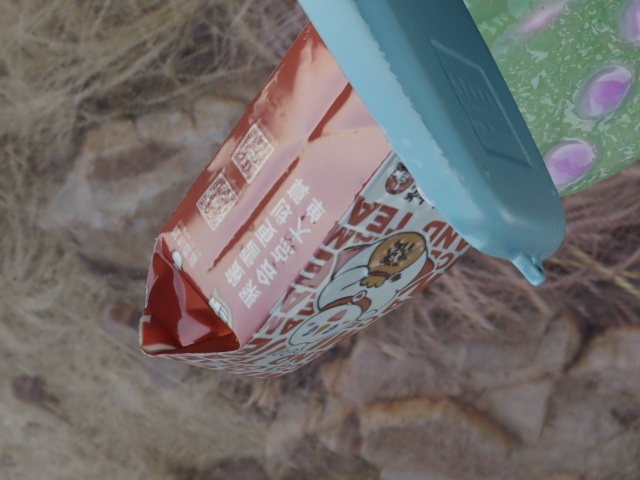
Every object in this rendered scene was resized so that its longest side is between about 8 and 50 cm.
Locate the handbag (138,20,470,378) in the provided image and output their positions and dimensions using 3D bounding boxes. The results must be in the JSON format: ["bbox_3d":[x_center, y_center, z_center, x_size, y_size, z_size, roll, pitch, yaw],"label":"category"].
[{"bbox_3d":[0.000,0.000,0.894,0.298,0.171,0.151,-54,52,19],"label":"handbag"}]

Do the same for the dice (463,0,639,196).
[{"bbox_3d":[0.238,-0.265,1.293,0.322,0.318,0.330,-30,138,2],"label":"dice"}]

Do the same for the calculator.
[{"bbox_3d":[0.043,-0.142,0.715,0.054,0.256,0.386,-31,76,21],"label":"calculator"}]
